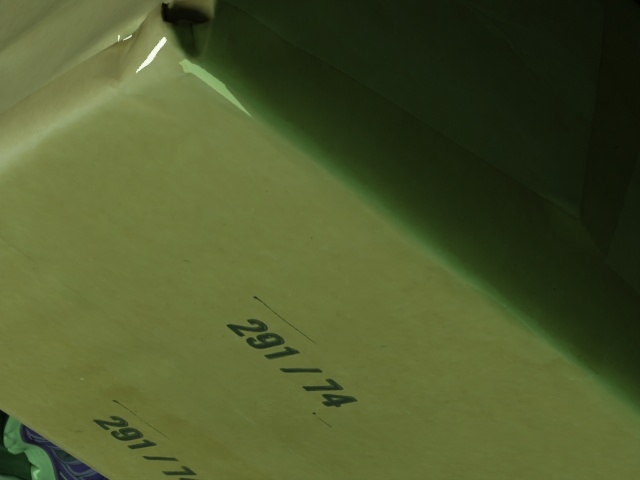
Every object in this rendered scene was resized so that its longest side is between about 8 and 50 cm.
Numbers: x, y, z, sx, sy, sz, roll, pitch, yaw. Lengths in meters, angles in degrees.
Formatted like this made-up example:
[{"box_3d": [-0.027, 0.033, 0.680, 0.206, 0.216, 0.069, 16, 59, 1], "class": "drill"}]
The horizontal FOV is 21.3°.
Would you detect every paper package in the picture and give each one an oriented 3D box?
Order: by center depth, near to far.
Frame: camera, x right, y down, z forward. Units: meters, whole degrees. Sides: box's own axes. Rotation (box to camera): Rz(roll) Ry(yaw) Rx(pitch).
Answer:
[{"box_3d": [0.000, 0.000, 0.707, 0.325, 0.168, 0.309, 36, 145, -26], "class": "paper package"}]

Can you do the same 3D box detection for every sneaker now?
[{"box_3d": [-0.153, 0.106, 1.051, 0.071, 0.068, 0.170, -3, 153, 5], "class": "sneaker"}]
